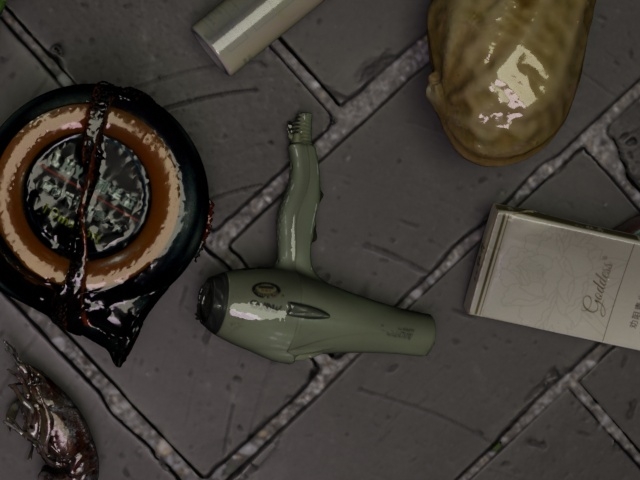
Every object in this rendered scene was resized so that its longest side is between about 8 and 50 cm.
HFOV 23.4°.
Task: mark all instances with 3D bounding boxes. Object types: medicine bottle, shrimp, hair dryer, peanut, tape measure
[{"bbox_3d":[-0.011,-0.243,1.402,0.231,0.059,0.059,-39,99,-5],"label":"medicine bottle"},{"bbox_3d":[-0.251,0.162,1.393,0.065,0.056,0.165,-30,95,0],"label":"shrimp"},{"bbox_3d":[0.020,0.027,1.432,0.219,0.088,0.225,31,73,-17],"label":"hair dryer"},{"bbox_3d":[0.176,-0.228,1.398,0.153,0.140,0.325,5,91,7],"label":"peanut"},{"bbox_3d":[-0.201,-0.028,1.352,0.202,0.135,0.223,28,87,0],"label":"tape measure"}]

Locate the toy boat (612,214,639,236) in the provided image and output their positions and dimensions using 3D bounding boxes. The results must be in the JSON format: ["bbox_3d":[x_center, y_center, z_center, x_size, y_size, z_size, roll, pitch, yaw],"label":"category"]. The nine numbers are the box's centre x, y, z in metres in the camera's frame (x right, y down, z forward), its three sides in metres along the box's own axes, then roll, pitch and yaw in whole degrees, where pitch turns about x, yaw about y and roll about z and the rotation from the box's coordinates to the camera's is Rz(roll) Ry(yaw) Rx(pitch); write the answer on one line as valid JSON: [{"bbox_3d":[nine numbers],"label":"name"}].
[{"bbox_3d":[0.320,0.039,1.497,0.096,0.034,0.122,-32,107,-2],"label":"toy boat"}]

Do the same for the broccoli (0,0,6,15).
[{"bbox_3d":[-0.338,-0.194,1.302,0.156,0.195,0.195,-15,98,-43],"label":"broccoli"}]

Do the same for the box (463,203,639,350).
[{"bbox_3d":[0.245,0.037,1.459,0.198,0.029,0.109,12,109,-5],"label":"box"}]
